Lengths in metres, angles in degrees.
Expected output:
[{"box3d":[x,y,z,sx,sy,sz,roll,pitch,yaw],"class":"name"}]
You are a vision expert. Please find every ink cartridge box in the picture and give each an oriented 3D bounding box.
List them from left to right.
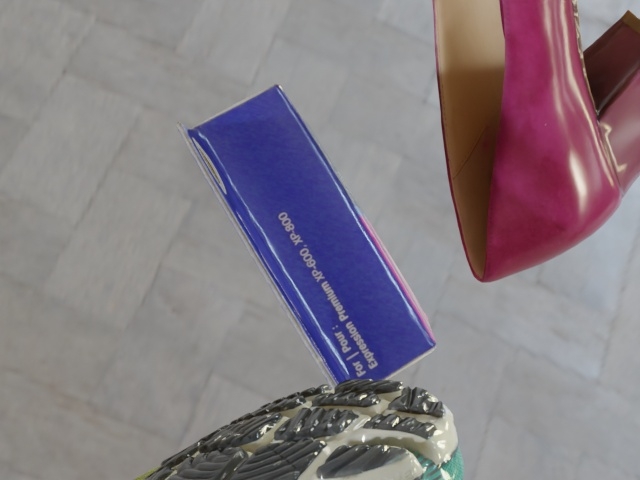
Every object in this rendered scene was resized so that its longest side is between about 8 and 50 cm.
[{"box3d":[0.000,0.000,1.045,0.069,0.371,0.176,-31,89,4],"class":"ink cartridge box"}]

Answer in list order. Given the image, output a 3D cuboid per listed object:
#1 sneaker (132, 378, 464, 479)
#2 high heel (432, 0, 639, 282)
[{"box3d":[-0.039,0.137,0.684,0.107,0.275,0.110,-31,88,-51],"class":"sneaker"},{"box3d":[0.069,-0.140,0.981,0.377,0.181,0.127,47,3,-23],"class":"high heel"}]
